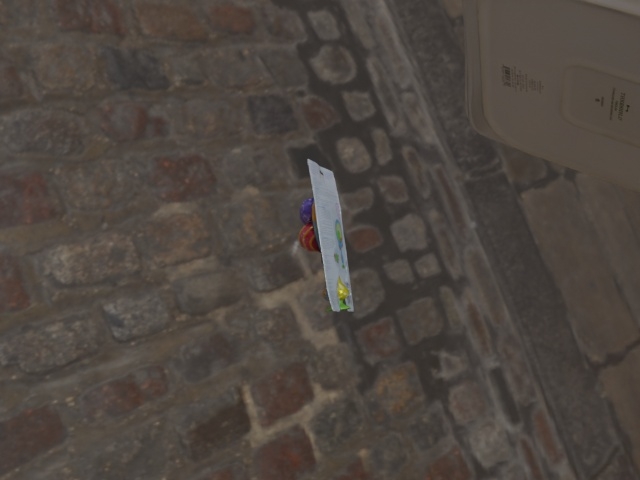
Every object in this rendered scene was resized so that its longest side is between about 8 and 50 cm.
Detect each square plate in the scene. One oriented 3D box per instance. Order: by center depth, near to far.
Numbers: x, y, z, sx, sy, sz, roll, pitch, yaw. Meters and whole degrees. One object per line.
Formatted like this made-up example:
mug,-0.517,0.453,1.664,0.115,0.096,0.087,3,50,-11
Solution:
square plate,0.276,-0.138,0.808,0.049,0.344,0.347,-60,157,-18

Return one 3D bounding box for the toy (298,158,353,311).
toy,0.000,0.000,1.408,0.137,0.056,0.237,16,62,-73
